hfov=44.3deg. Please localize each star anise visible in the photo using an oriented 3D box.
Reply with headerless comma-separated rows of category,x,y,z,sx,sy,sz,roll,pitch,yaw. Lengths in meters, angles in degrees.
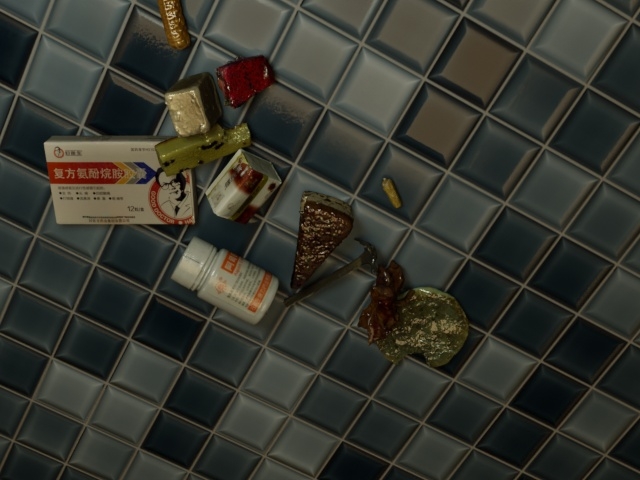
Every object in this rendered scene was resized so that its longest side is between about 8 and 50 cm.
star anise,0.158,0.158,1.952,0.111,0.196,0.212,26,94,10

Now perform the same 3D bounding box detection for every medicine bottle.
medicine bottle,-0.241,0.101,1.984,0.252,0.144,0.144,26,113,-9

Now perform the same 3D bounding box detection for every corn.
corn,0.174,-0.118,1.922,0.027,0.028,0.083,-16,114,33

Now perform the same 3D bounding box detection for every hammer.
hammer,0.022,0.098,1.998,0.297,0.125,0.027,-34,133,26

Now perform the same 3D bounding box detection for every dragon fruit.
dragon fruit,-0.190,-0.370,1.800,0.147,0.096,0.102,-31,121,-30

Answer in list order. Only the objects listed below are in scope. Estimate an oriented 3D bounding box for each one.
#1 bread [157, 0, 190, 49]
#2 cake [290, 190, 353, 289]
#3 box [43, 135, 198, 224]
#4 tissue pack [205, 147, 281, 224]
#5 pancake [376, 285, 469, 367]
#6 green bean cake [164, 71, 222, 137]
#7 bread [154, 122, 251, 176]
bread,-0.334,-0.508,1.771,0.052,0.044,0.157,-10,113,5
cake,0.003,0.010,1.946,0.135,0.112,0.246,7,114,-2
box,-0.485,-0.148,1.932,0.353,0.069,0.214,0,114,2
tissue pack,-0.185,-0.126,1.887,0.106,0.099,0.149,21,119,-42
pancake,0.268,0.230,2.068,0.253,0.037,0.253,1,114,2
green bean cake,-0.287,-0.309,1.783,0.085,0.179,0.109,-12,113,8
bread,-0.269,-0.222,1.833,0.226,0.049,0.088,-22,150,-12
